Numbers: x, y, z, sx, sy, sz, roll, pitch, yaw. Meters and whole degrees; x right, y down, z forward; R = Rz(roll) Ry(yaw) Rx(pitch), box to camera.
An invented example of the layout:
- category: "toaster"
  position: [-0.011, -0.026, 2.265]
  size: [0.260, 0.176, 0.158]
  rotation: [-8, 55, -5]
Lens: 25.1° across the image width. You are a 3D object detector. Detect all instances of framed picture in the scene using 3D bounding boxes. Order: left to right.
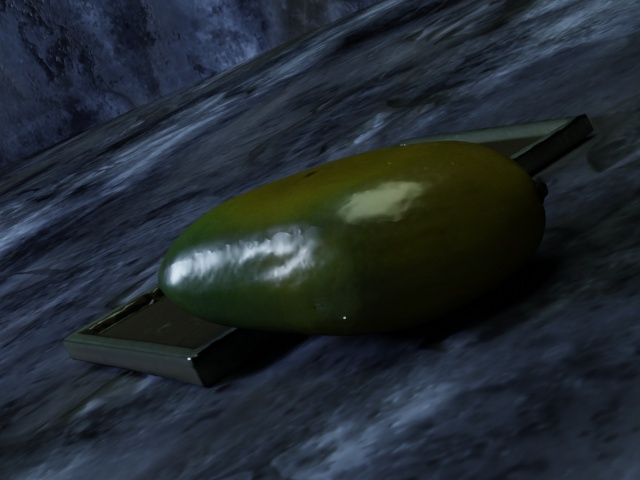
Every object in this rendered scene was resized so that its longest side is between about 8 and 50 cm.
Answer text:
- category: "framed picture"
  position: [0.000, 0.000, 1.020]
  size: [0.335, 0.022, 0.247]
  rotation: [-32, 14, -25]

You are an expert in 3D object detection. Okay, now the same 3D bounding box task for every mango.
- category: "mango"
  position: [0.016, -0.002, 0.810]
  size: [0.237, 0.091, 0.137]
  rotation: [-1, 21, 45]
